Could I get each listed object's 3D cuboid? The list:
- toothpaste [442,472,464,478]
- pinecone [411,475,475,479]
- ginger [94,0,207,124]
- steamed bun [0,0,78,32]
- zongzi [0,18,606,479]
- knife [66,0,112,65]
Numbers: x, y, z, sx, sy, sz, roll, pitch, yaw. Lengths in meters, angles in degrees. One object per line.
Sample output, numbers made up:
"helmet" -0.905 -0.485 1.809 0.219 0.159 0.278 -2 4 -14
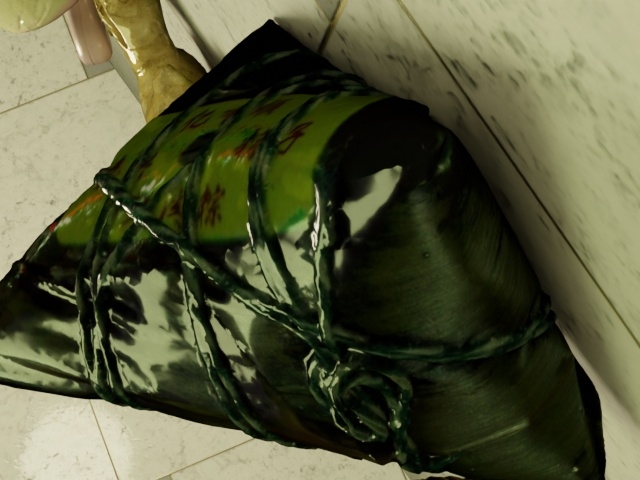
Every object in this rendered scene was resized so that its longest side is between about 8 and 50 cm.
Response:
"toothpaste" 0.213 0.370 1.683 0.048 0.031 0.190 59 170 -9
"pinecone" 0.178 0.437 1.459 0.243 0.243 0.257 50 158 36
"ginger" -0.171 -0.150 1.313 0.363 0.122 0.348 81 169 -53
"steamed bun" -0.302 -0.334 1.155 0.152 0.170 0.238 24 151 2
"zongzi" -0.007 -0.032 0.691 0.383 0.362 0.319 5 142 28
"knife" -0.328 -0.382 1.316 0.081 0.043 0.336 110 142 -85
